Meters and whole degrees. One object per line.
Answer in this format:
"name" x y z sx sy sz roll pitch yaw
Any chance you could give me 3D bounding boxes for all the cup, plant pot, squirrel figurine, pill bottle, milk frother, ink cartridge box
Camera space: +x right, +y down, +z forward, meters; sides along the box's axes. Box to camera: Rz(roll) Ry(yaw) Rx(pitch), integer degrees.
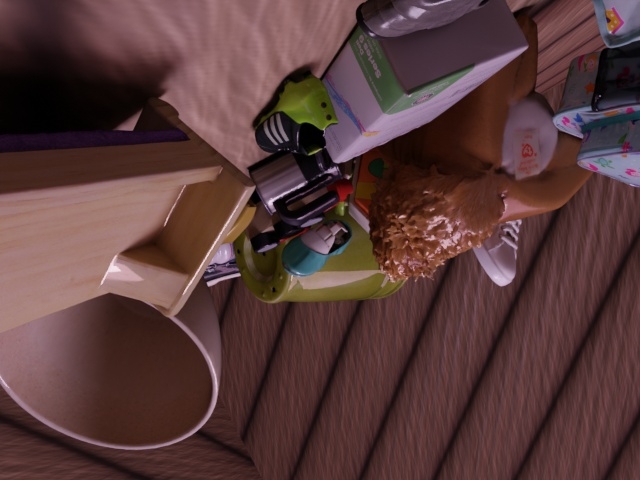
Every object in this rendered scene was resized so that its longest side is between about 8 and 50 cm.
"cup" -0.300 0.126 0.889 0.331 0.331 0.237 -28 -153 21
"plant pot" -0.161 -0.050 0.972 0.083 0.081 0.081 -40 177 11
"squirrel figurine" 0.196 -0.127 0.975 0.397 0.281 0.370 -52 -155 -12
"pill bottle" -0.240 0.008 1.439 0.087 0.087 0.160 -29 178 43
"plant pot" -0.013 0.008 1.419 0.353 0.366 0.366 -12 169 -39
"milk frother" -0.043 -0.112 0.885 0.135 0.129 0.143 -28 136 1
"ink cartridge box" 0.091 -0.178 0.621 0.154 0.093 0.212 -27 177 -19

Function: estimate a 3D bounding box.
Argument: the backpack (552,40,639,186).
"backpack" 0.446 -0.169 0.744 0.225 0.191 0.253 14 -172 -18

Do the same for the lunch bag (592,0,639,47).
"lunch bag" 0.405 -0.310 0.504 0.224 0.160 0.262 -27 -175 -13

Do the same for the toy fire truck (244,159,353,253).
"toy fire truck" -0.024 -0.094 1.162 0.246 0.158 0.217 -12 167 -46

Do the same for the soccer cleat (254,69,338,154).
"soccer cleat" -0.031 -0.124 0.642 0.060 0.072 0.179 -27 179 -20

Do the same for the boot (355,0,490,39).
"boot" 0.080 -0.187 0.401 0.247 0.083 0.161 -25 -177 -39

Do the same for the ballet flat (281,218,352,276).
"ballet flat" 0.000 0.000 1.118 0.087 0.083 0.247 -55 170 23

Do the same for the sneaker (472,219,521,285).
"sneaker" 0.344 -0.061 1.057 0.123 0.290 0.106 -26 142 37

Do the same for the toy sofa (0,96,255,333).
"toy sofa" -0.217 -0.009 0.321 0.150 0.177 0.362 -55 167 24

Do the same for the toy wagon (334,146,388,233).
"toy wagon" 0.181 -0.146 1.255 0.267 0.344 0.068 7 143 6

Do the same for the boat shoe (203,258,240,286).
"boat shoe" -0.256 0.027 1.559 0.340 0.127 0.113 -19 132 -27
